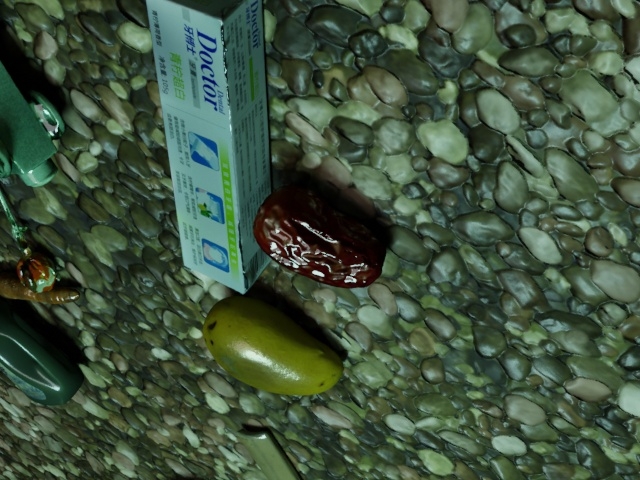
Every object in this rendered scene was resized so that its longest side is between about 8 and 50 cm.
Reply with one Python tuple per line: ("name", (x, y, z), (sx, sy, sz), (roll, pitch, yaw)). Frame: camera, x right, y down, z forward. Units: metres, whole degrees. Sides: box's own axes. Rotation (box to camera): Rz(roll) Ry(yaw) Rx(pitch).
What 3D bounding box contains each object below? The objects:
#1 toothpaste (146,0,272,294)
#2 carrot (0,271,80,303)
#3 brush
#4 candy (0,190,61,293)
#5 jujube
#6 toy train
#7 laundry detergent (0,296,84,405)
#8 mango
("toothpaste", (-0.093, -0.090, 1.004), (0.081, 0.067, 0.337), (23, 141, 20))
("carrot", (-0.370, 0.064, 1.435), (0.165, 0.036, 0.036), (6, 134, 33))
("brush", (-0.034, 0.359, 1.469), (0.054, 0.048, 0.282), (-3, 127, 38))
("candy", (-0.374, -0.014, 1.355), (0.055, 0.049, 0.185), (1, 123, 30))
("jujube", (0.000, 0.000, 1.023), (0.129, 0.077, 0.077), (26, 144, -4))
("toy train", (-0.366, -0.165, 1.132), (0.157, 0.105, 0.253), (9, 135, 53))
("laundry detergent", (-0.424, 0.131, 1.492), (0.144, 0.078, 0.222), (10, 144, 47))
("mango", (-0.053, 0.119, 1.197), (0.161, 0.076, 0.103), (24, 136, 4))
